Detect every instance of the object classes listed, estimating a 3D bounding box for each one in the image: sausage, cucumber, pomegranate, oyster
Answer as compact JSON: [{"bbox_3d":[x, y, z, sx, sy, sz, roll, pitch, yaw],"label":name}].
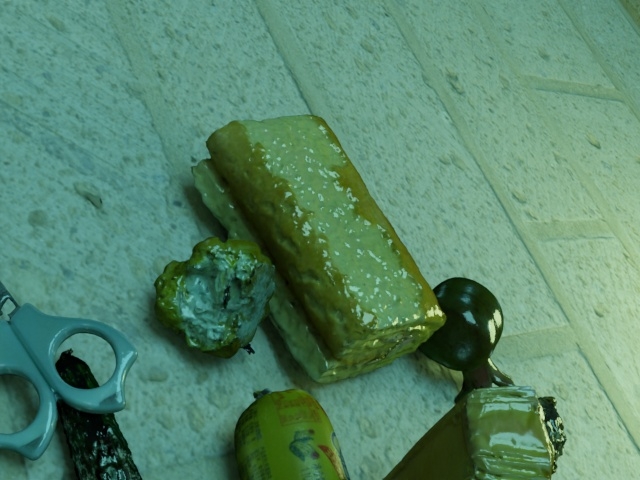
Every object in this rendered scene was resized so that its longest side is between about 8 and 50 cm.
[{"bbox_3d":[-0.016,0.316,1.082,0.123,0.123,0.347,8,50,-37],"label":"sausage"},{"bbox_3d":[-0.228,0.238,1.016,0.067,0.067,0.294,-3,57,-43],"label":"cucumber"},{"bbox_3d":[0.218,0.153,1.448,0.191,0.131,0.152,62,30,-13],"label":"pomegranate"},{"bbox_3d":[0.346,0.286,1.488,0.103,0.051,0.148,41,27,-16],"label":"oyster"}]

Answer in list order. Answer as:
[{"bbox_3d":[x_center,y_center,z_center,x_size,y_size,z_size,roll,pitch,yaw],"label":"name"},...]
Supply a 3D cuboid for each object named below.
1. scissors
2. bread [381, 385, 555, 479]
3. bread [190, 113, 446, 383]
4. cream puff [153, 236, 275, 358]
[{"bbox_3d":[-0.353,0.071,1.057,0.191,0.029,0.360,-31,65,-21],"label":"scissors"},{"bbox_3d":[0.161,0.291,1.139,0.119,0.288,0.153,16,44,-17],"label":"bread"},{"bbox_3d":[0.000,0.000,1.352,0.236,0.165,0.375,-10,61,-49],"label":"bread"},{"bbox_3d":[-0.134,0.064,1.208,0.156,0.156,0.121,42,7,-2],"label":"cream puff"}]
